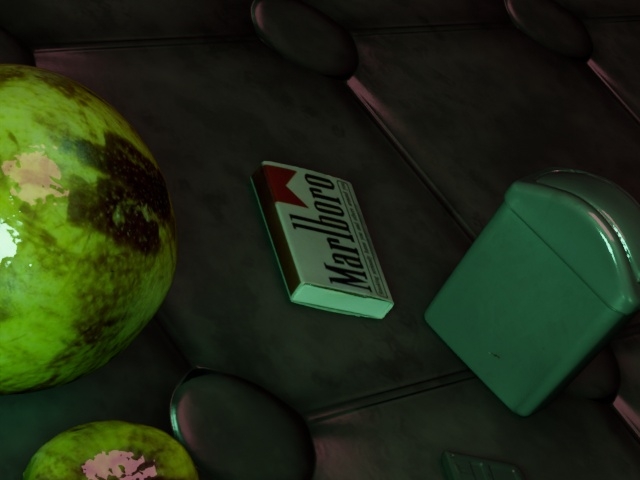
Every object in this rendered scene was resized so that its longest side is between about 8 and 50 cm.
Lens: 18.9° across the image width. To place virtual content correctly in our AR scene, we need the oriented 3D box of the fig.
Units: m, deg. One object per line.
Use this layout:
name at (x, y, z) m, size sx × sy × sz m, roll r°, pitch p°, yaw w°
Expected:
fig at (-0.160, 0.202, 1.485) m, size 0.136 × 0.121 × 0.153 m, roll 49°, pitch 35°, yaw 12°

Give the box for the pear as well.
pear at (-0.246, -0.004, 1.544) m, size 0.283 × 0.283 × 0.283 m, roll 24°, pitch 35°, yaw -18°

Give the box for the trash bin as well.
trash bin at (0.230, 0.043, 1.929) m, size 0.177 × 0.236 × 0.101 m, roll 45°, pitch 34°, yaw 15°

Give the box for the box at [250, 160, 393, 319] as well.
box at (0.000, 0.000, 1.960) m, size 0.115 × 0.036 × 0.177 m, roll 13°, pitch 39°, yaw -31°

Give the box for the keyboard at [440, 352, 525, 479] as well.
keyboard at (0.174, 0.265, 1.792) m, size 0.103 × 0.041 × 0.381 m, roll 15°, pitch 45°, yaw -30°
